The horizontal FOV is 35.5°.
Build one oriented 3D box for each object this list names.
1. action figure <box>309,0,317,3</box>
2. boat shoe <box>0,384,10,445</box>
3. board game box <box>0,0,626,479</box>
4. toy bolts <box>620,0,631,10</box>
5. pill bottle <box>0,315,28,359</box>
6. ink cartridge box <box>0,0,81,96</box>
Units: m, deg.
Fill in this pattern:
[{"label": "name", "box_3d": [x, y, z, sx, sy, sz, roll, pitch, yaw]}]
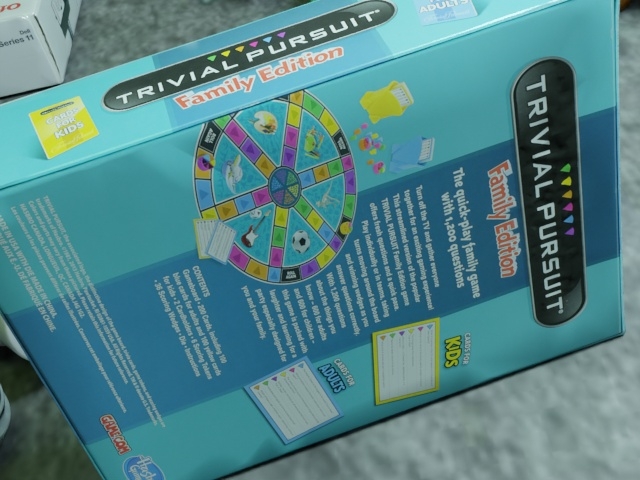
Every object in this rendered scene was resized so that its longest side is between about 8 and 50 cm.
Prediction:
[{"label": "action figure", "box_3d": [0.049, -0.306, 1.007, 0.063, 0.137, 0.232, -31, 26, 58]}, {"label": "boat shoe", "box_3d": [-0.371, 0.079, 0.638, 0.335, 0.119, 0.121, 1, 34, -7]}, {"label": "board game box", "box_3d": [0.000, 0.000, 0.568, 0.336, 0.254, 0.079, -19, 41, -4]}, {"label": "toy bolts", "box_3d": [0.151, -0.243, 0.908, 0.228, 0.218, 0.158, -48, 8, -32]}, {"label": "pill bottle", "box_3d": [-0.240, 0.013, 0.737, 0.186, 0.112, 0.112, 27, 57, 37]}, {"label": "ink cartridge box", "box_3d": [-0.345, -0.239, 1.062, 0.153, 0.087, 0.208, -11, 41, 5]}]
